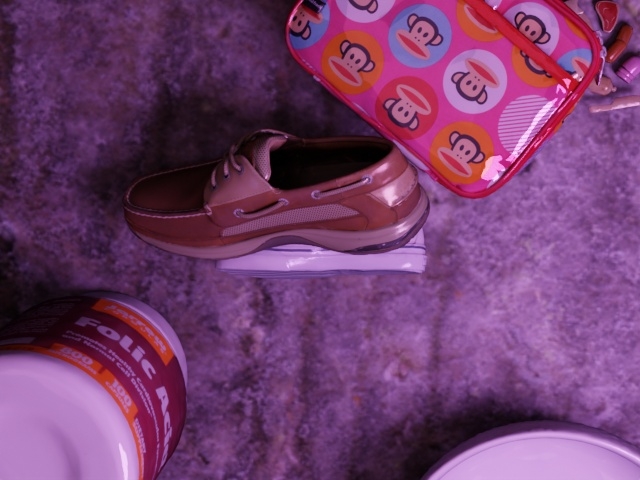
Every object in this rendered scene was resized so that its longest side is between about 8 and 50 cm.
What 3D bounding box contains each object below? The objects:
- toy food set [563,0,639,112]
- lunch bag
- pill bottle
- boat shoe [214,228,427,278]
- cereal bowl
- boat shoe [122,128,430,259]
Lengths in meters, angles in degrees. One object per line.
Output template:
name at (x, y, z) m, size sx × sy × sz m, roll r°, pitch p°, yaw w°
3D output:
toy food set at (0.300, -0.198, 1.697) m, size 0.078 × 0.019 × 0.122 m, roll -9°, pitch 90°, yaw 6°
lunch bag at (0.138, -0.213, 1.659) m, size 0.293 × 0.120 × 0.258 m, roll 41°, pitch 97°, yaw 3°
pill bottle at (-0.256, 0.178, 1.617) m, size 0.224 × 0.392 × 0.224 m, roll 1°, pitch 100°, yaw 5°
boat shoe at (0.000, 0.000, 1.734) m, size 0.226 × 0.083 × 0.075 m, roll 0°, pitch 82°, yaw -2°
cereal bowl at (0.241, 0.345, 1.725) m, size 0.339 × 0.141 × 0.339 m, roll 1°, pitch 100°, yaw 5°
boat shoe at (-0.051, -0.062, 1.666) m, size 0.324 × 0.122 × 0.120 m, roll -2°, pitch 133°, yaw 17°
